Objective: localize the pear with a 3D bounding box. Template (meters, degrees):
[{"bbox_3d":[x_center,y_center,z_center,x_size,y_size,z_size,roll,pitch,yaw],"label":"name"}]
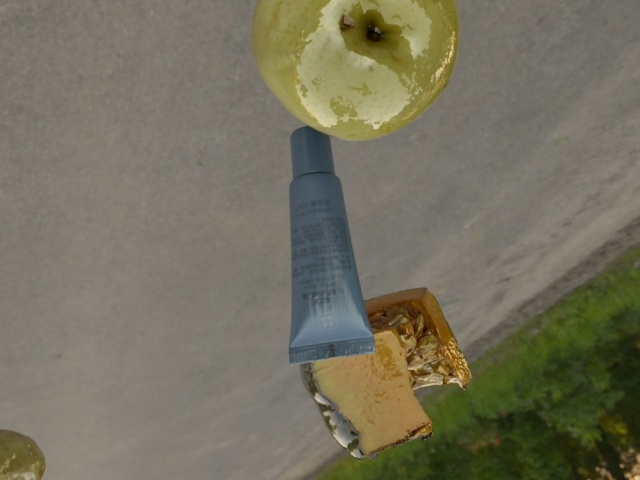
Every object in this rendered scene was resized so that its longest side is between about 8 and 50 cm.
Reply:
[{"bbox_3d":[0.048,-0.298,1.063,0.309,0.309,0.309,-17,158,-7],"label":"pear"}]

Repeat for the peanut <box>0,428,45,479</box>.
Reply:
[{"bbox_3d":[-0.555,0.376,1.120,0.148,0.147,0.319,-29,165,21],"label":"peanut"}]

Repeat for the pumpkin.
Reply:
[{"bbox_3d":[0.113,0.237,1.358,0.256,0.225,0.303,-15,-174,34],"label":"pumpkin"}]

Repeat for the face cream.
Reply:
[{"bbox_3d":[0.000,0.000,1.174,0.136,0.385,0.086,-9,160,10],"label":"face cream"}]
